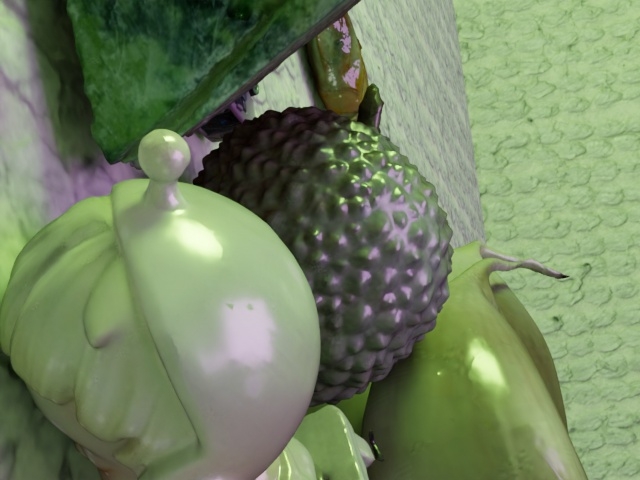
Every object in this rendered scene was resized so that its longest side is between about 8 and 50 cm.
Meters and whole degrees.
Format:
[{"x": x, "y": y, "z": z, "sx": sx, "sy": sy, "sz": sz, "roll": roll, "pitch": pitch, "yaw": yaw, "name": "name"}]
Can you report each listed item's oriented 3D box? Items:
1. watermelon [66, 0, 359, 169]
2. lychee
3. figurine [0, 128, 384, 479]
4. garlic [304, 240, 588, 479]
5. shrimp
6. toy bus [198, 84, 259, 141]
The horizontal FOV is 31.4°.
[{"x": -0.041, "y": -0.182, "z": 0.604, "sx": 0.231, "sy": 0.193, "sz": 0.310, "roll": 24, "pitch": 43, "yaw": -45, "name": "watermelon"}, {"x": 0.000, "y": 0.000, "z": 0.651, "sx": 0.197, "sy": 0.165, "sz": 0.165, "roll": -56, "pitch": 147, "yaw": -21, "name": "lychee"}, {"x": -0.044, "y": 0.076, "z": 0.483, "sx": 0.182, "sy": 0.144, "sz": 0.257, "roll": -80, "pitch": 154, "yaw": -45, "name": "figurine"}, {"x": 0.105, "y": 0.114, "z": 0.751, "sx": 0.231, "sy": 0.245, "sz": 0.340, "roll": 126, "pitch": -27, "yaw": -59, "name": "garlic"}, {"x": 0.012, "y": -0.193, "z": 1.074, "sx": 0.115, "sy": 0.051, "sz": 0.217, "roll": -91, "pitch": 165, "yaw": -53, "name": "shrimp"}, {"x": -0.067, "y": -0.131, "z": 0.733, "sx": 0.052, "sy": 0.036, "sz": 0.131, "roll": 40, "pitch": 42, "yaw": -67, "name": "toy bus"}]
